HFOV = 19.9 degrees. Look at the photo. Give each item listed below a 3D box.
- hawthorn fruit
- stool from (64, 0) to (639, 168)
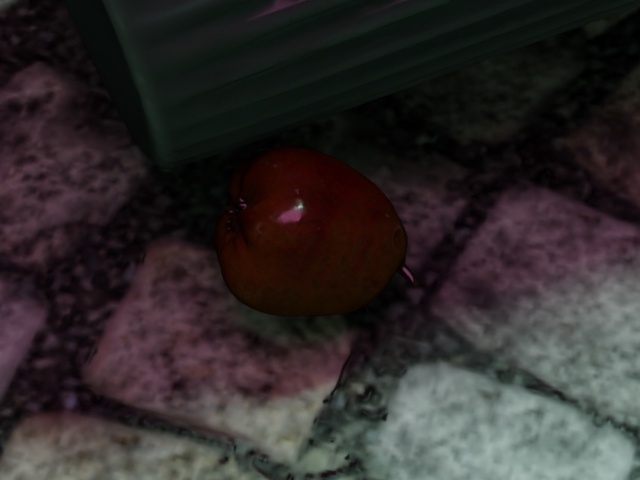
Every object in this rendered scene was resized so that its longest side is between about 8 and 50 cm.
[{"bbox_3d":[0.000,0.000,0.853,0.093,0.081,0.081,17,54,-22],"label":"hawthorn fruit"},{"bbox_3d":[0.022,-0.211,0.869,0.330,0.297,0.297,-24,59,-8],"label":"stool"}]
